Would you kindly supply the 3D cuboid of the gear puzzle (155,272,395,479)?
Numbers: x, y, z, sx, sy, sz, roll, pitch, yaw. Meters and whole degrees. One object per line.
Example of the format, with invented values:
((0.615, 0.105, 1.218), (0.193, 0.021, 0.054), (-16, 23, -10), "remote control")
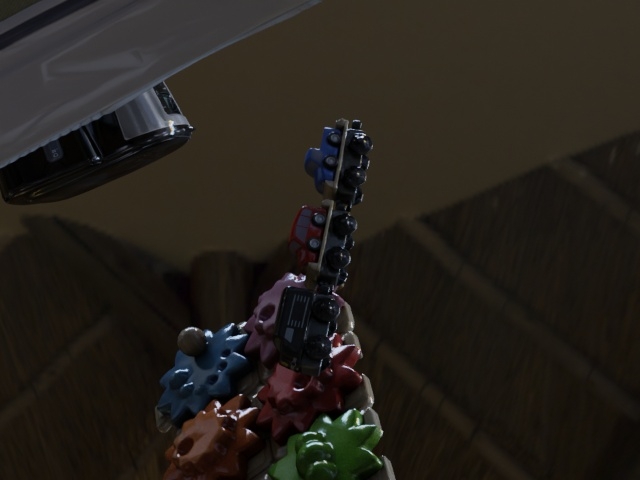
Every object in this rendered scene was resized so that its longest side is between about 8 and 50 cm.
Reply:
((-0.040, 0.145, 1.029), (0.175, 0.044, 0.339), (-35, -147, 14), "gear puzzle")

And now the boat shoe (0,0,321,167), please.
((-0.028, -0.115, 0.461), (0.302, 0.109, 0.094), (-29, -72, 12), "boat shoe")

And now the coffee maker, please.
((-0.185, -0.114, 1.009), (0.171, 0.120, 0.178), (-21, -93, 32), "coffee maker")

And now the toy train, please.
((0.000, 0.000, 0.862), (0.036, 0.027, 0.158), (11, -120, 2), "toy train")
